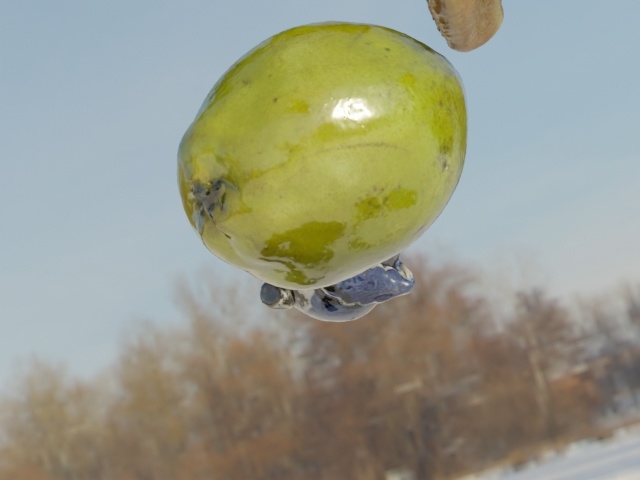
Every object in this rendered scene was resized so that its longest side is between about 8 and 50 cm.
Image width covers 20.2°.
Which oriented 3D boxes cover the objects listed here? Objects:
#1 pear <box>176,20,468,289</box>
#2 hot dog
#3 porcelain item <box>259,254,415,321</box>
[{"bbox_3d":[0.007,-0.074,1.442,0.269,0.212,0.212,-28,-1,-34],"label":"pear"},{"bbox_3d":[0.132,-0.288,1.800,0.088,0.061,0.286,-28,-30,-6],"label":"hot dog"},{"bbox_3d":[0.000,0.000,2.031,0.186,0.138,0.288,10,14,-33],"label":"porcelain item"}]
